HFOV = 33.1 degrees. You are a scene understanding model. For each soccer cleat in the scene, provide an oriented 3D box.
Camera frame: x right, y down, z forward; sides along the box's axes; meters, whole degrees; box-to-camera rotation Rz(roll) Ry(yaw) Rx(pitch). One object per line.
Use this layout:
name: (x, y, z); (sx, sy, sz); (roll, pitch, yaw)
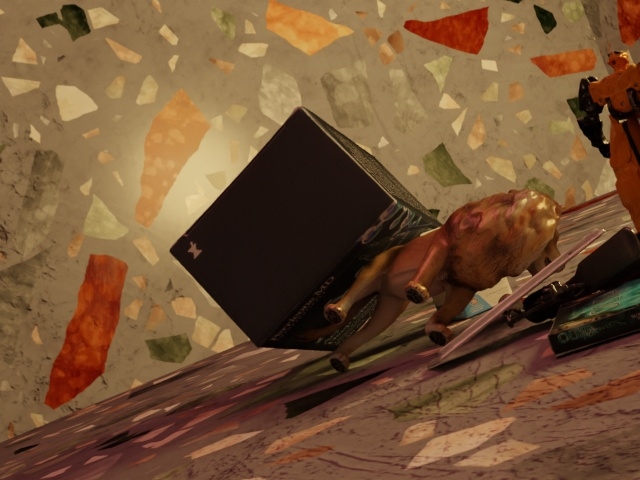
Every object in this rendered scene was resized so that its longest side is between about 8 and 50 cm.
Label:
soccer cleat: (0.254, 0.090, 1.467); (0.035, 0.029, 0.083); (-16, 3, -13)

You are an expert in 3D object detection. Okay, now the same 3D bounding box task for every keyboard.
keyboard: (0.229, 0.068, 1.260); (0.256, 0.014, 0.072); (-36, -13, -13)

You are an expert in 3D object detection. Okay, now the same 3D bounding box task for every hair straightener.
hair straightener: (0.277, 0.047, 1.214); (0.089, 0.047, 0.230); (-3, -22, -35)

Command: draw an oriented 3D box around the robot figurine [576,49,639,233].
robot figurine: (0.475, -0.134, 1.519); (0.085, 0.291, 0.211); (-20, 0, -31)

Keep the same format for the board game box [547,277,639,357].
board game box: (0.299, 0.070, 1.088); (0.126, 0.026, 0.186); (-21, 0, 17)

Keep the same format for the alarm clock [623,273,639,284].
alarm clock: (0.416, 0.011, 1.216); (0.192, 0.064, 0.129); (-17, 2, 40)

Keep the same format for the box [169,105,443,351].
box: (0.000, 0.000, 1.704); (0.293, 0.212, 0.395); (-47, -18, 8)

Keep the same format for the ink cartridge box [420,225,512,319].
ink cartridge box: (0.219, 0.042, 1.672); (0.092, 0.143, 0.090); (-21, 0, -21)

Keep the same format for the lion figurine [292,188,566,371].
lion figurine: (0.142, 0.045, 1.492); (0.392, 0.142, 0.240); (-12, 30, 46)
